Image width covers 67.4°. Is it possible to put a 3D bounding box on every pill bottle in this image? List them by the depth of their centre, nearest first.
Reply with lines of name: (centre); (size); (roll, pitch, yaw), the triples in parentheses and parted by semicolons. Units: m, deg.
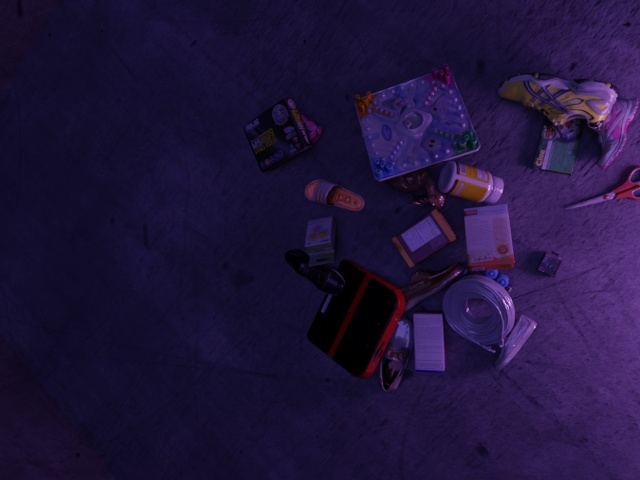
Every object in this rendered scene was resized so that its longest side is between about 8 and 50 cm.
pill bottle: (0.547, -0.207, 1.750); (0.208, 0.119, 0.119); (14, 95, -10)

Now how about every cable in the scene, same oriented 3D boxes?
cable: (0.575, 0.250, 1.744); (0.257, 0.089, 0.257); (26, 122, 29)

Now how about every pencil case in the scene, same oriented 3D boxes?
pencil case: (-0.099, -0.486, 2.019); (0.209, 0.095, 0.098); (39, 129, 17)

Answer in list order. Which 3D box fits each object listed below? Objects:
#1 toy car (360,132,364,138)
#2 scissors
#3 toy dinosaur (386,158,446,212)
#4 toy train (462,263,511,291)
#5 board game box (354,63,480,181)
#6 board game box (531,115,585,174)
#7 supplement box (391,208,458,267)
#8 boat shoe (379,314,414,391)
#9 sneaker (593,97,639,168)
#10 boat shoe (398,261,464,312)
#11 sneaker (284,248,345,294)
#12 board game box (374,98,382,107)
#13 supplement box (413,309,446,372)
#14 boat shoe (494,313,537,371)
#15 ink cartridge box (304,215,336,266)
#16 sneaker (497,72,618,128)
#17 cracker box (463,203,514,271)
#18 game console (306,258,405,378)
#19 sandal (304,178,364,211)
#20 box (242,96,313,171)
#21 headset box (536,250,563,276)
toy car: (0.224, -0.434, 1.924); (0.121, 0.060, 0.041); (-22, 86, 17)
scissors: (1.021, -0.149, 1.677); (0.297, 0.021, 0.109); (-32, 82, 14)
toy dinosaur: (0.343, -0.227, 1.856); (0.295, 0.127, 0.201); (17, 102, 23)
toy train: (0.614, 0.142, 1.784); (0.184, 0.080, 0.105); (41, 108, 14)
board game box: (0.347, -0.450, 1.801); (0.389, 0.050, 0.390); (-17, 65, 11)
board game box: (0.862, -0.375, 1.728); (0.136, 0.030, 0.260); (14, 94, 16)
supplement box: (0.393, -0.007, 1.796); (0.194, 0.191, 0.129); (-35, 80, 16)
boat shoe: (0.298, 0.445, 1.873); (0.113, 0.103, 0.303); (11, 93, 18)
sneaker: (0.992, -0.373, 1.655); (0.111, 0.103, 0.253); (19, 90, 22)
boat shoe: (0.391, 0.166, 1.836); (0.324, 0.123, 0.117); (-35, 75, 15)
sneaker: (-0.034, 0.133, 1.950); (0.283, 0.124, 0.107); (33, 101, 26)
board game box: (0.289, -0.489, 1.912); (0.133, 0.033, 0.169); (-10, 77, -3)
supplement box: (0.416, 0.381, 1.830); (0.113, 0.111, 0.220); (-4, 89, 18)
boat shoe: (0.695, 0.372, 1.762); (0.081, 0.079, 0.228); (37, 96, 24)
ink cartridge box: (0.000, 0.000, 1.932); (0.108, 0.062, 0.209); (-10, 44, 18)
sneaker: (0.797, -0.485, 1.662); (0.384, 0.145, 0.147); (20, 102, 35)
cracker box: (0.610, -0.010, 1.748); (0.155, 0.067, 0.233); (-5, 65, 19)
game console: (0.135, 0.310, 1.907); (0.342, 0.060, 0.387); (31, 99, 41)
sandal: (0.053, -0.189, 1.970); (0.265, 0.076, 0.102); (17, 95, 18)
box: (-0.182, -0.434, 1.999); (0.270, 0.060, 0.217); (-22, 92, 37)
headset box: (0.830, 0.081, 1.735); (0.062, 0.032, 0.083); (27, 100, 17)
